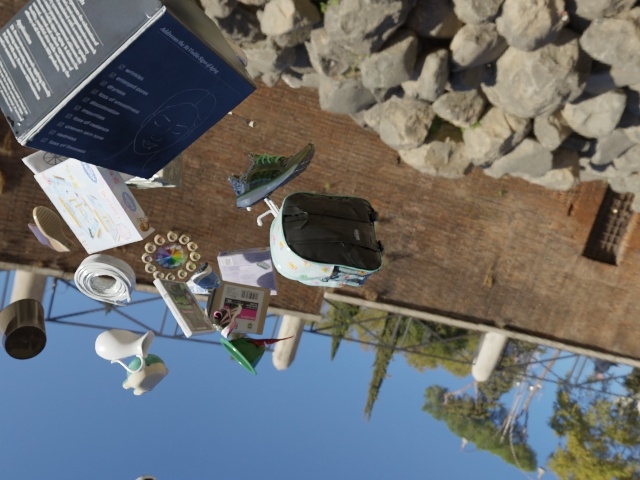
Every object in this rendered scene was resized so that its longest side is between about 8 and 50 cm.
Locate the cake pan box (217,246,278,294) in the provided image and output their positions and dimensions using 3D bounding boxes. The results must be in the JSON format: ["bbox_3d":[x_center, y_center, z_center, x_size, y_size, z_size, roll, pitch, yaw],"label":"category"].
[{"bbox_3d":[-0.350,0.159,2.290,0.267,0.245,0.070,-7,-155,2],"label":"cake pan box"}]

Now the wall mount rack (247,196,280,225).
[{"bbox_3d":[-0.195,-0.037,2.080,0.304,0.131,0.350,56,176,19],"label":"wall mount rack"}]

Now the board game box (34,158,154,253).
[{"bbox_3d":[-0.747,-0.124,1.569,0.318,0.318,0.066,-11,-154,33],"label":"board game box"}]

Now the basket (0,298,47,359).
[{"bbox_3d":[-1.088,0.334,1.737,0.227,0.204,0.154,14,159,51],"label":"basket"}]

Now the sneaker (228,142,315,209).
[{"bbox_3d":[-0.208,-0.282,1.852,0.182,0.410,0.158,57,-159,-5],"label":"sneaker"}]

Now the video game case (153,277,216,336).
[{"bbox_3d":[-0.365,0.183,1.298,0.173,0.022,0.190,55,180,10],"label":"video game case"}]

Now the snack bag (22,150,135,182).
[{"bbox_3d":[-0.965,-0.297,1.941,0.342,0.037,0.323,43,-121,14],"label":"snack bag"}]

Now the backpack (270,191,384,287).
[{"bbox_3d":[0.000,0.000,0.869,0.189,0.165,0.144,10,150,-26],"label":"backpack"}]

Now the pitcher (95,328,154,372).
[{"bbox_3d":[-0.806,0.451,1.945,0.207,0.177,0.125,1,148,2],"label":"pitcher"}]

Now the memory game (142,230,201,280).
[{"bbox_3d":[-0.476,0.053,1.529,0.186,0.186,0.012,12,-158,-29],"label":"memory game"}]

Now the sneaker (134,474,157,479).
[{"bbox_3d":[-0.573,0.834,1.377,0.099,0.282,0.153,45,158,-15],"label":"sneaker"}]

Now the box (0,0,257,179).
[{"bbox_3d":[-0.509,-0.451,1.286,0.297,0.472,0.480,58,-168,12],"label":"box"}]

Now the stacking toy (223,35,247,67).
[{"bbox_3d":[-0.530,-0.603,1.915,0.351,0.479,0.350,23,-176,-2],"label":"stacking toy"}]

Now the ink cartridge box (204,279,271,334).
[{"bbox_3d":[-0.331,0.267,1.895,0.235,0.193,0.088,14,171,-31],"label":"ink cartridge box"}]

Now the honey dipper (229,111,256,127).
[{"bbox_3d":[-0.347,-0.537,2.072,0.161,0.030,0.030,31,-166,22],"label":"honey dipper"}]

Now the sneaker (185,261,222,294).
[{"bbox_3d":[-0.373,0.140,1.473,0.081,0.080,0.211,44,146,-9],"label":"sneaker"}]

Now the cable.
[{"bbox_3d":[-0.978,0.174,2.175,0.257,0.257,0.089,15,-143,-16],"label":"cable"}]

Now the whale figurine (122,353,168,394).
[{"bbox_3d":[-0.848,0.646,2.295,0.216,0.272,0.141,-14,-121,-33],"label":"whale figurine"}]

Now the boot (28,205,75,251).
[{"bbox_3d":[-1.152,-0.051,1.967,0.207,0.248,0.090,11,-131,26],"label":"boot"}]

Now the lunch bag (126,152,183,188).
[{"bbox_3d":[-0.780,-0.360,2.157,0.287,0.235,0.169,2,178,18],"label":"lunch bag"}]

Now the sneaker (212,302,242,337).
[{"bbox_3d":[-0.327,0.258,1.644,0.077,0.072,0.178,34,-167,-11],"label":"sneaker"}]

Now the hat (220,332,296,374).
[{"bbox_3d":[-0.224,0.362,1.708,0.208,0.183,0.173,37,155,18],"label":"hat"}]
